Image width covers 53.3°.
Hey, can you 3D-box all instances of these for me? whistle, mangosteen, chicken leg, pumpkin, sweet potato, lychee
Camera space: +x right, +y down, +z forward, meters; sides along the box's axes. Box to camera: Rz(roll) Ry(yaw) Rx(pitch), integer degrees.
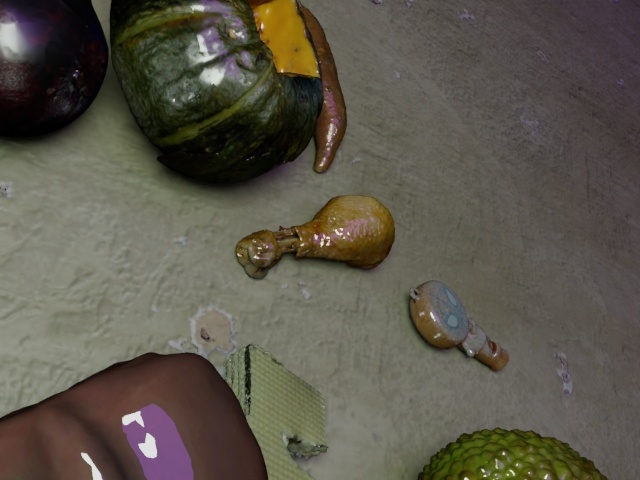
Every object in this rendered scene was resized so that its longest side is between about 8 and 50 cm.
[{"bbox_3d":[0.210,0.137,0.992,0.220,0.057,0.107,36,38,-24],"label":"whistle"},{"bbox_3d":[-0.344,-0.214,0.678,0.230,0.194,0.194,24,52,5],"label":"mangosteen"},{"bbox_3d":[0.001,-0.002,0.886,0.251,0.087,0.107,-13,65,-34],"label":"chicken leg"},{"bbox_3d":[-0.120,-0.227,0.800,0.320,0.192,0.320,47,34,-47],"label":"pumpkin"},{"bbox_3d":[0.000,-0.256,1.016,0.066,0.072,0.314,-2,72,-22],"label":"sweet potato"},{"bbox_3d":[0.233,0.358,0.765,0.320,0.270,0.270,34,41,-67],"label":"lychee"}]

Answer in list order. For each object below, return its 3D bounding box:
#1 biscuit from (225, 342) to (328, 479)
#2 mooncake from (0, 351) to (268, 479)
[{"bbox_3d":[-0.043,0.243,0.691,0.147,0.046,0.250,41,27,-35],"label":"biscuit"},{"bbox_3d":[-0.215,0.214,0.457,0.174,0.326,0.334,62,26,9],"label":"mooncake"}]
